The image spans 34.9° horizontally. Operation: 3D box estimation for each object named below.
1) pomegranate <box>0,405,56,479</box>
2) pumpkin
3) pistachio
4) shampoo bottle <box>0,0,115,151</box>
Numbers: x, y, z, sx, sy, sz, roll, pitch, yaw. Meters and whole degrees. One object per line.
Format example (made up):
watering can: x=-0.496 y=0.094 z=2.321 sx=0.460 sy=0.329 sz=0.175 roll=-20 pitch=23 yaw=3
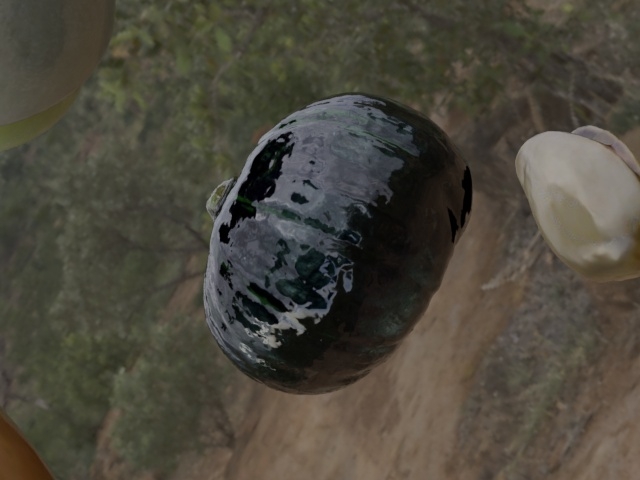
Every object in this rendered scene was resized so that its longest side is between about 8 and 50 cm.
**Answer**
pomegranate: x=-0.267 y=0.194 z=0.338 sx=0.411 sy=0.411 sz=0.411 roll=-52 pitch=17 yaw=23
pumpkin: x=0.000 y=0.000 z=1.003 sx=0.315 sy=0.238 sz=0.315 roll=-64 pitch=0 yaw=0
pistachio: x=0.298 y=-0.041 z=1.098 sx=0.144 sy=0.144 sz=0.215 roll=-52 pitch=48 yaw=24
shampoo bottle: x=-0.370 y=-0.268 z=1.029 sx=0.317 sy=0.322 sz=0.322 roll=109 pitch=180 yaw=-53
